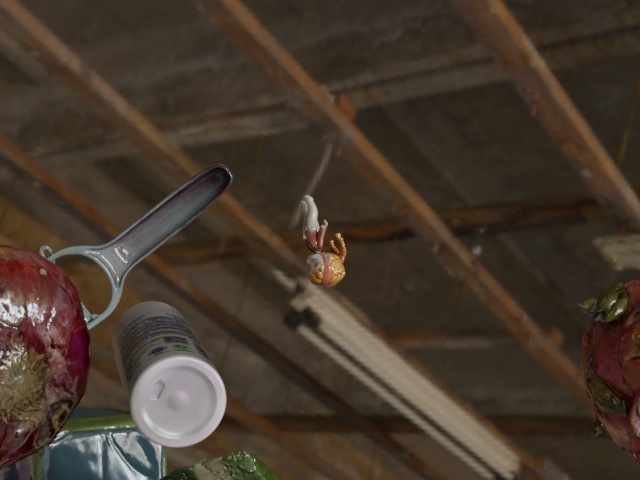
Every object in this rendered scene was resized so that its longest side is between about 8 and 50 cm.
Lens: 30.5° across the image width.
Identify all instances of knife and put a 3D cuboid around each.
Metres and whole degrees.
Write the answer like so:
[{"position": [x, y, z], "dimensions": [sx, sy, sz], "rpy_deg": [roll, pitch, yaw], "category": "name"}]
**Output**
[{"position": [-0.228, -0.015, 1.501], "dimensions": [0.123, 0.278, 0.053], "rpy_deg": [52, 7, -8], "category": "knife"}]

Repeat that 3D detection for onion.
[{"position": [-0.355, 0.120, 1.192], "dimensions": [0.190, 0.246, 0.246], "rpy_deg": [9, -25, 44], "category": "onion"}]

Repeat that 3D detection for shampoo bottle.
[{"position": [-0.166, 0.125, 1.216], "dimensions": [0.092, 0.092, 0.303], "rpy_deg": [25, 1, -17], "category": "shampoo bottle"}]

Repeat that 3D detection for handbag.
[{"position": [-0.351, 0.365, 1.667], "dimensions": [0.222, 0.263, 0.241], "rpy_deg": [-5, 1, -33], "category": "handbag"}]

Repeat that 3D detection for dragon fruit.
[{"position": [0.231, 0.081, 0.830], "dimensions": [0.096, 0.147, 0.102], "rpy_deg": [35, 6, -28], "category": "dragon fruit"}]

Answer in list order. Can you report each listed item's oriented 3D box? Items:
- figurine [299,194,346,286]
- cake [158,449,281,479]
[{"position": [0.000, 0.000, 1.348], "dimensions": [0.047, 0.109, 0.064], "rpy_deg": [-9, -19, -21], "category": "figurine"}, {"position": [-0.083, 0.389, 1.438], "dimensions": [0.158, 0.172, 0.283], "rpy_deg": [-24, -38, 6], "category": "cake"}]
